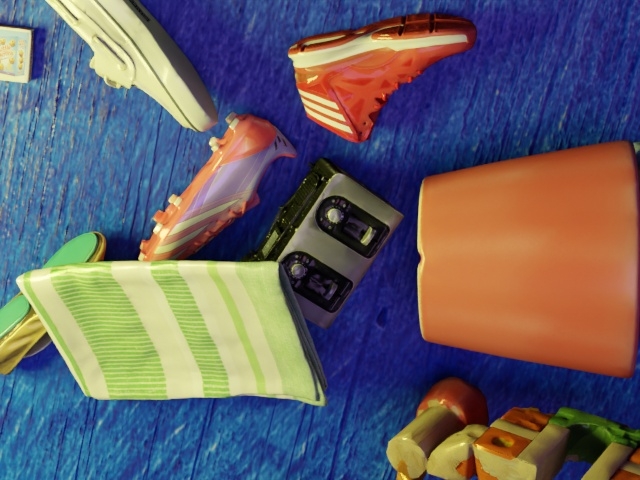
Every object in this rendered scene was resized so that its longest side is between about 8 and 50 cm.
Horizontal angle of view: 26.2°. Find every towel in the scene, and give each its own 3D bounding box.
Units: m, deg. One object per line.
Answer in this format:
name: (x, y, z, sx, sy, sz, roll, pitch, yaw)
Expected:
towel: (-0.169, 0.112, 1.605, 0.324, 0.038, 0.248, 0, 138, 19)

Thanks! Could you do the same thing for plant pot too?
plant pot: (0.240, 0.021, 1.593, 0.243, 0.275, 0.275, 0, 105, 8)

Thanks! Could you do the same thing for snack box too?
snack box: (-0.430, -0.228, 1.621, 0.178, 0.022, 0.064, 7, 104, -3)

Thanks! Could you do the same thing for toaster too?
toaster: (0.000, 0.000, 1.622, 0.110, 0.186, 0.168, 34, 94, -12)

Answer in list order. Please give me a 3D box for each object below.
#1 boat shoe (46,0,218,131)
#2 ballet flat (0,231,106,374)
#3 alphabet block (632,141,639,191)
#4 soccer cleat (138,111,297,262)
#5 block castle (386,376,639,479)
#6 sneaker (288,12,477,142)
boat shoe: (-0.228, -0.221, 1.592, 0.088, 0.096, 0.267, -38, 101, 13)
ballet flat: (-0.334, 0.079, 1.692, 0.232, 0.080, 0.073, -39, 130, 11)
alphabet block: (0.479, -0.011, 1.615, 0.197, 0.192, 0.193, -3, 107, -1)
soccer cleat: (-0.130, -0.040, 1.652, 0.095, 0.083, 0.248, 34, 99, -14)
block castle: (0.297, 0.361, 1.636, 0.453, 0.213, 0.303, 16, 114, 26)
sneaker: (0.081, -0.190, 1.623, 0.221, 0.087, 0.128, -6, 114, 13)
